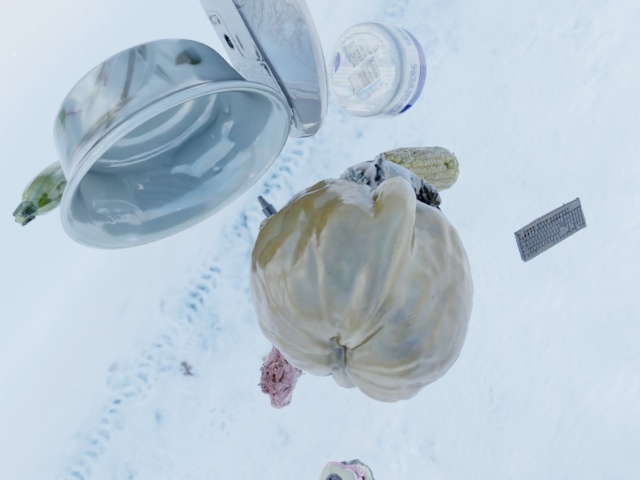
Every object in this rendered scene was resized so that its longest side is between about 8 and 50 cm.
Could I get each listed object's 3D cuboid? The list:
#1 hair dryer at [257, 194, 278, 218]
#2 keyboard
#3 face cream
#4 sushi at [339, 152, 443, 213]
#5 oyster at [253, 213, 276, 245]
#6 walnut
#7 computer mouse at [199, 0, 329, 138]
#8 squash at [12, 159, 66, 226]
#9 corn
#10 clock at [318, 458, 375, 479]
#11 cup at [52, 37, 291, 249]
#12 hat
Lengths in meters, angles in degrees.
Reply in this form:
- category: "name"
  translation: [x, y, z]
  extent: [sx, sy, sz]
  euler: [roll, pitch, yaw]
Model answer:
- category: "hair dryer"
  translation: [-0.071, -0.021, 1.671]
  extent: [0.128, 0.070, 0.256]
  euler: [-35, 90, 8]
- category: "keyboard"
  translation: [0.562, -0.030, 1.594]
  extent: [0.250, 0.017, 0.087]
  euler: [-24, 101, -29]
- category: "face cream"
  translation: [0.116, -0.367, 1.424]
  extent: [0.205, 0.111, 0.206]
  euler: [8, 103, 38]
- category: "sushi"
  translation: [0.128, -0.019, 1.109]
  extent: [0.218, 0.225, 0.239]
  euler: [14, 60, -24]
- category: "oyster"
  translation: [0.004, -0.028, 1.526]
  extent: [0.395, 0.111, 0.205]
  euler: [-19, 88, 18]
- category: "walnut"
  translation: [0.055, 0.050, 0.861]
  extent: [0.296, 0.285, 0.286]
  euler: [17, 73, 3]
- category: "computer mouse"
  translation: [-0.069, -0.298, 0.965]
  extent: [0.121, 0.297, 0.184]
  euler: [-41, 26, -16]
- category: "squash"
  translation: [-0.448, -0.099, 1.123]
  extent: [0.066, 0.066, 0.252]
  euler: [-11, 22, 9]
- category: "corn"
  translation: [0.230, -0.171, 1.572]
  extent: [0.119, 0.321, 0.119]
  euler: [4, 96, 43]
- category: "clock"
  translation: [0.075, 0.599, 1.496]
  extent: [0.100, 0.195, 0.194]
  euler: [-17, 70, 18]
- category: "cup"
  translation: [-0.228, -0.151, 0.921]
  extent: [0.347, 0.347, 0.163]
  euler: [-34, 75, -1]
- category: "hat"
  translation: [-0.091, 0.332, 1.681]
  extent: [0.107, 0.286, 0.237]
  euler: [3, 88, 9]
